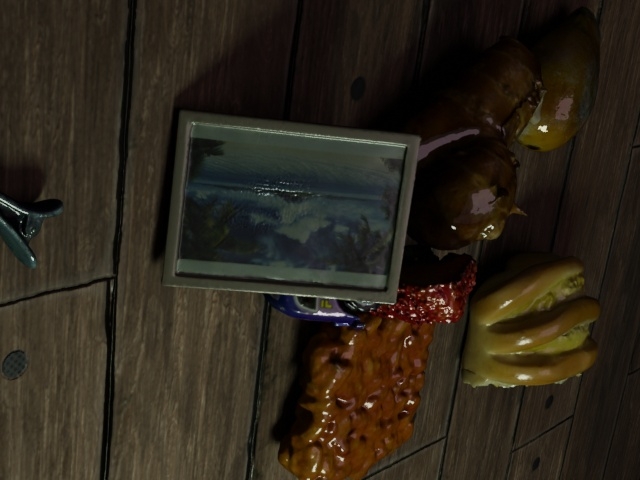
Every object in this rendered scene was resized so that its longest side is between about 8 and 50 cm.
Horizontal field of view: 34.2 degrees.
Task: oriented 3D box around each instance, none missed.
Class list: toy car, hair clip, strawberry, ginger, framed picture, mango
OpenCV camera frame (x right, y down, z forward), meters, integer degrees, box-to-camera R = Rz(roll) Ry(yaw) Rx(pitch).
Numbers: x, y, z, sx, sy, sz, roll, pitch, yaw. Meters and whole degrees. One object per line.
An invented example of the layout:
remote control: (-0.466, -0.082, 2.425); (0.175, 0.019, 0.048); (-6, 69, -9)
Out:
toy car: (0.000, 0.000, 1.447); (0.158, 0.172, 0.235); (2, 106, -21)
hair clip: (-0.387, -0.053, 1.063); (0.275, 0.048, 0.083); (30, 85, -48)
strawberry: (0.144, 0.080, 1.543); (0.188, 0.286, 0.106); (-10, 101, -3)
ginger: (0.244, -0.144, 1.626); (0.418, 0.254, 0.176); (-45, 173, -33)
framed picture: (-0.037, -0.040, 1.338); (0.315, 0.024, 0.231); (4, 102, -13)
mango: (0.423, -0.289, 1.847); (0.192, 0.146, 0.316); (77, 33, -49)

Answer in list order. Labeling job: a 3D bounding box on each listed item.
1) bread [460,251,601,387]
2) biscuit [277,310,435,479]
bread: (0.427, 0.155, 2.013); (0.316, 0.211, 0.270); (-9, 113, -51)
biscuit: (0.065, 0.236, 1.695); (0.318, 0.111, 0.311); (-11, 118, -48)
